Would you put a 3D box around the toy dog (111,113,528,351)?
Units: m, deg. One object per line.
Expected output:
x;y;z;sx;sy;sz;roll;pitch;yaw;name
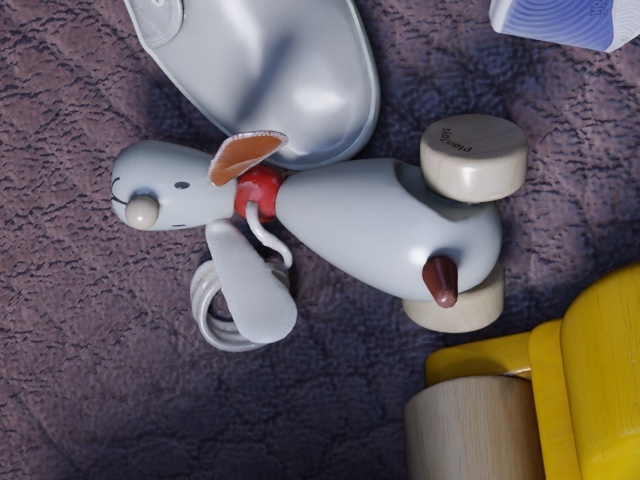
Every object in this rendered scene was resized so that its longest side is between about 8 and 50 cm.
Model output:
0.000;0.000;1.337;0.333;0.161;0.220;-13;113;18;toy dog

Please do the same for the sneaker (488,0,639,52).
0.228;-0.308;1.322;0.127;0.182;0.315;12;131;-10;sneaker

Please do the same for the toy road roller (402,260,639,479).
0.205;0.133;1.285;0.329;0.240;0.202;-13;58;14;toy road roller

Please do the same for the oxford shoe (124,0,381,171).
-0.108;-0.247;1.390;0.169;0.130;0.449;-30;92;9;oxford shoe
